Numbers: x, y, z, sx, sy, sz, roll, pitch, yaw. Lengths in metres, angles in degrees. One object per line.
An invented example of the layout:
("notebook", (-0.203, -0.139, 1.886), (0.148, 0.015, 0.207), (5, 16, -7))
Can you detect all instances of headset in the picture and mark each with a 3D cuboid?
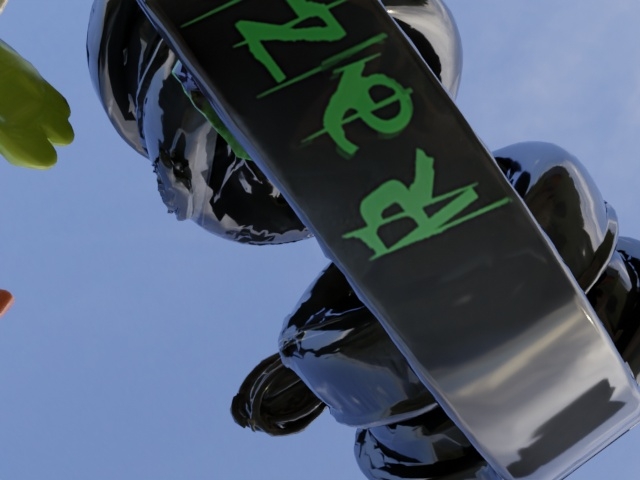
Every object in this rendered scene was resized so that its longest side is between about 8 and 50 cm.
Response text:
("headset", (0.000, 0.000, 0.551), (0.185, 0.394, 0.243), (-37, -104, 3))

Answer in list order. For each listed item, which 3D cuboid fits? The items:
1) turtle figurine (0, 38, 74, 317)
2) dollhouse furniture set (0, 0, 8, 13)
("turtle figurine", (-0.186, 0.005, 0.564), (0.269, 0.217, 0.087), (-15, -107, -51))
("dollhouse furniture set", (-0.358, -0.263, 1.262), (0.197, 0.301, 0.151), (23, -149, -28))
